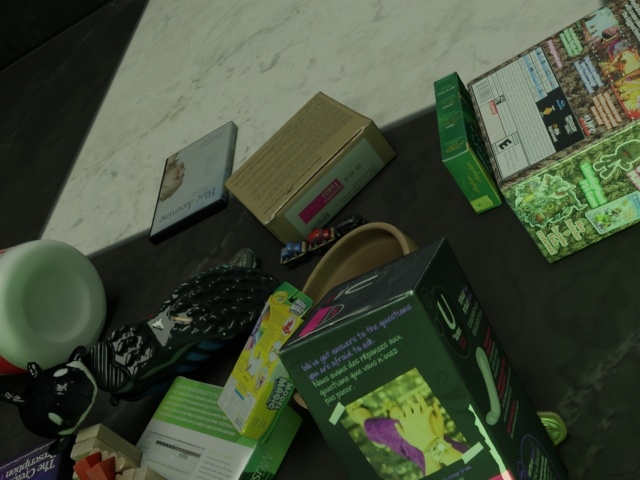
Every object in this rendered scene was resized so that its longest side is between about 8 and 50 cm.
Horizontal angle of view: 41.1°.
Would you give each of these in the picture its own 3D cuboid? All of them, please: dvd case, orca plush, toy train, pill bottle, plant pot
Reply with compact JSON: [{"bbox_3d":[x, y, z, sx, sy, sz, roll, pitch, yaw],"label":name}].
[{"bbox_3d":[-0.249,-0.117,1.681,0.180,0.022,0.253,-26,38,23],"label":"dvd case"},{"bbox_3d":[-0.402,0.207,1.204,0.287,0.102,0.151,13,84,64],"label":"orca plush"},{"bbox_3d":[0.000,0.000,1.297,0.158,0.036,0.027,-26,38,23],"label":"toy train"},{"bbox_3d":[-0.607,0.138,1.581,0.407,0.229,0.229,-11,45,37],"label":"pill bottle"},{"bbox_3d":[0.066,0.107,1.030,0.237,0.109,0.237,-39,36,36],"label":"plant pot"}]

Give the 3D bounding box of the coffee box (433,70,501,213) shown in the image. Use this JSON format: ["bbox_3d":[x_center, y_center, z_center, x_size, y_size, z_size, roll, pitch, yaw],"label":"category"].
[{"bbox_3d":[0.202,-0.137,1.180,0.040,0.113,0.184,-22,38,22],"label":"coffee box"}]

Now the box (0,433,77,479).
[{"bbox_3d":[-0.444,0.417,1.239,0.261,0.103,0.184,-29,40,19],"label":"box"}]

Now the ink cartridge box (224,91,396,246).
[{"bbox_3d":[-0.021,-0.116,1.397,0.234,0.088,0.193,-44,36,-2],"label":"ink cartridge box"}]

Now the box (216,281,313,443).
[{"bbox_3d":[-0.058,0.145,1.049,0.179,0.043,0.105,-64,27,2],"label":"box"}]

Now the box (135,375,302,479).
[{"bbox_3d":[-0.184,0.339,1.104,0.232,0.058,0.322,2,56,46],"label":"box"}]

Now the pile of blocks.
[{"bbox_3d":[-0.242,0.328,1.024,0.362,0.113,0.149,13,62,51],"label":"pile of blocks"}]

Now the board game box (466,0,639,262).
[{"bbox_3d":[0.351,-0.151,1.020,0.291,0.141,0.232,-28,37,21],"label":"board game box"}]

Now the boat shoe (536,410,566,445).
[{"bbox_3d":[0.188,0.200,0.890,0.135,0.050,0.045,-18,16,21],"label":"boat shoe"}]

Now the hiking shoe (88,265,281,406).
[{"bbox_3d":[-0.196,0.138,1.277,0.304,0.132,0.113,-25,66,-11],"label":"hiking shoe"}]

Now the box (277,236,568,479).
[{"bbox_3d":[0.103,0.161,0.788,0.143,0.270,0.165,-26,7,22],"label":"box"}]

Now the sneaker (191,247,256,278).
[{"bbox_3d":[-0.168,0.071,1.353,0.065,0.076,0.166,18,66,51],"label":"sneaker"}]
